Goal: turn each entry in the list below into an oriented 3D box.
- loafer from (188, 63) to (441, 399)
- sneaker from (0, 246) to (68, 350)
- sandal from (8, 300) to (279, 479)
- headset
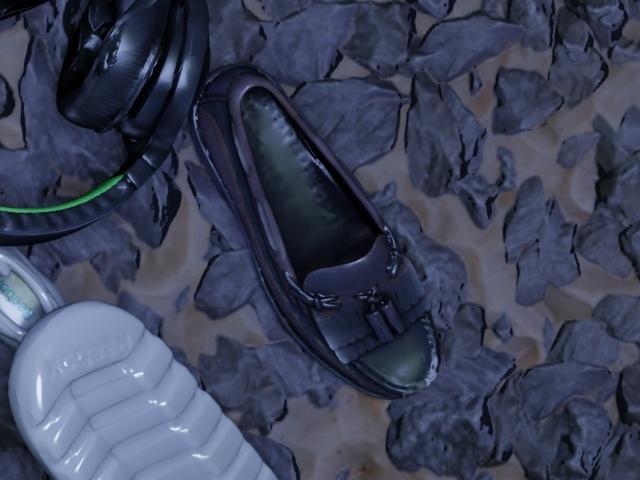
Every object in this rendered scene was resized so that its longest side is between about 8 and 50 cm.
[{"bbox_3d":[0.000,0.000,1.398,0.109,0.095,0.302,-35,101,-12],"label":"loafer"},{"bbox_3d":[-0.262,0.009,1.326,0.212,0.094,0.080,38,83,-14],"label":"sneaker"},{"bbox_3d":[-0.107,0.218,1.376,0.169,0.102,0.416,-38,114,-32],"label":"sandal"},{"bbox_3d":[-0.167,-0.179,1.298,0.243,0.185,0.394,41,64,-14],"label":"headset"}]
